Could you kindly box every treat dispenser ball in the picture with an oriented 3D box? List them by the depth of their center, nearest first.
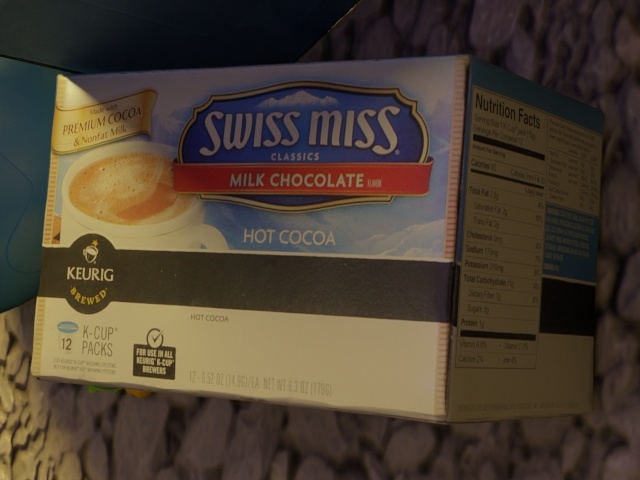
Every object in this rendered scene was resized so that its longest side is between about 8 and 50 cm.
[{"bbox_3d":[-0.318,-0.074,1.185,0.288,0.288,0.288,-3,85,33],"label":"treat dispenser ball"}]

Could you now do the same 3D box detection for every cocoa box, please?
[{"bbox_3d":[0.000,0.000,1.004,0.347,0.231,0.228,2,87,33],"label":"cocoa box"}]

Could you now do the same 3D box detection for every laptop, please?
[{"bbox_3d":[0.021,-0.165,0.914,0.407,0.382,0.236,23,100,32],"label":"laptop"}]

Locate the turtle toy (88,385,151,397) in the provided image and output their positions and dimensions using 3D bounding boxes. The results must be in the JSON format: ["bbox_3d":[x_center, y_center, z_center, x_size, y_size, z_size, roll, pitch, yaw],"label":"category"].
[{"bbox_3d":[-0.182,0.074,1.217,0.095,0.066,0.130,26,101,32],"label":"turtle toy"}]
